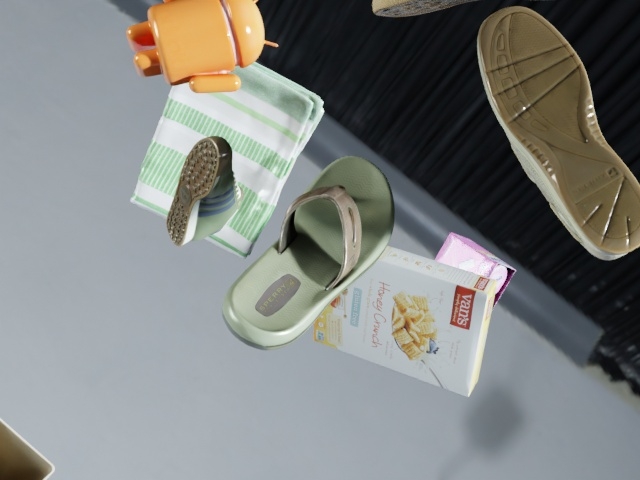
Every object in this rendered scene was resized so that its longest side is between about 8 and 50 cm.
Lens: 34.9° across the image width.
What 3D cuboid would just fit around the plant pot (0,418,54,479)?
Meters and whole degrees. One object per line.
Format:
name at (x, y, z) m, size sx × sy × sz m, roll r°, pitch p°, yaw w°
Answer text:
plant pot at (-0.411, 0.300, 1.251) m, size 0.109 × 0.096 × 0.109 m, roll 39°, pitch 46°, yaw 5°

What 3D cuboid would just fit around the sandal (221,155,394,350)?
sandal at (0.001, 0.001, 1.145) m, size 0.120 × 0.086 × 0.303 m, roll 26°, pitch 48°, yaw 12°

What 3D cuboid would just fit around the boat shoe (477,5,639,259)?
boat shoe at (0.260, -0.115, 1.129) m, size 0.109 × 0.098 × 0.302 m, roll -27°, pitch 80°, yaw -3°

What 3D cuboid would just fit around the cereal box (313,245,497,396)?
cereal box at (0.110, 0.098, 1.384) m, size 0.240 × 0.173 × 0.047 m, roll 18°, pitch 33°, yaw 21°

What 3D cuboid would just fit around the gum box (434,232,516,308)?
gum box at (0.215, 0.097, 1.639) m, size 0.062 × 0.188 × 0.107 m, roll 17°, pitch 16°, yaw -48°

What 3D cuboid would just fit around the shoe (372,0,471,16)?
shoe at (0.122, -0.201, 0.722) m, size 0.076 × 0.219 × 0.058 m, roll 0°, pitch 91°, yaw -47°

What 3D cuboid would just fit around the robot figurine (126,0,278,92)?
robot figurine at (-0.180, -0.309, 1.551) m, size 0.219 × 0.128 × 0.158 m, roll -16°, pitch 46°, yaw -7°

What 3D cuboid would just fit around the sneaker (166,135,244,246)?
sneaker at (-0.139, -0.070, 1.353) m, size 0.086 × 0.192 × 0.064 m, roll -13°, pitch 58°, yaw -37°

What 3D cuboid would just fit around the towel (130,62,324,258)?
towel at (-0.164, -0.150, 1.725) m, size 0.247 × 0.325 × 0.038 m, roll 26°, pitch 24°, yaw -1°
